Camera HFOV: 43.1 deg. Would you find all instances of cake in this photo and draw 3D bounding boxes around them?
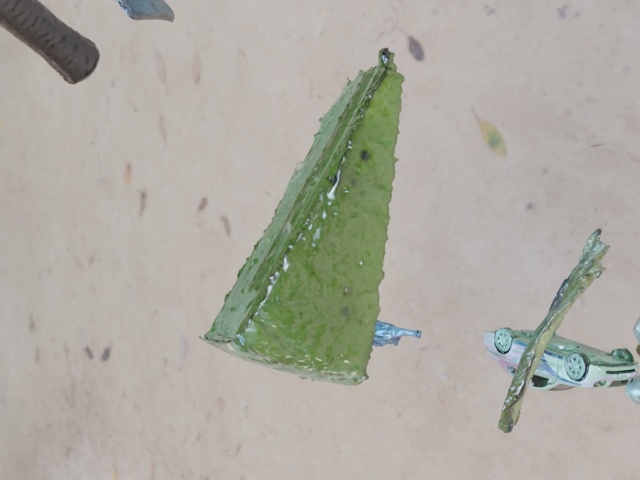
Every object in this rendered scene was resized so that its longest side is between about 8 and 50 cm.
[{"bbox_3d":[0.017,-0.010,0.585,0.235,0.099,0.100,-63,19,-11],"label":"cake"}]

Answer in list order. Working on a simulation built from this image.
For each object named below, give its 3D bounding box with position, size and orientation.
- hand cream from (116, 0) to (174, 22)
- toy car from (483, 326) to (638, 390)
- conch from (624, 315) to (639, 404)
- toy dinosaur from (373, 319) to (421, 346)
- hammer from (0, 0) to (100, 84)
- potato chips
[{"bbox_3d":[-0.198,-0.276,0.666,0.048,0.083,0.224,-32,93,19],"label":"hand cream"},{"bbox_3d":[0.317,0.165,1.089,0.224,0.090,0.076,16,102,61],"label":"toy car"},{"bbox_3d":[0.490,0.149,1.052,0.169,0.203,0.386,44,-175,7],"label":"conch"},{"bbox_3d":[0.098,0.157,1.359,0.197,0.080,0.045,-14,61,57],"label":"toy dinosaur"},{"bbox_3d":[-0.182,-0.132,0.369,0.029,0.246,0.103,38,87,26],"label":"hammer"},{"bbox_3d":[0.210,0.085,0.734,0.028,0.092,0.208,28,100,17],"label":"potato chips"}]
